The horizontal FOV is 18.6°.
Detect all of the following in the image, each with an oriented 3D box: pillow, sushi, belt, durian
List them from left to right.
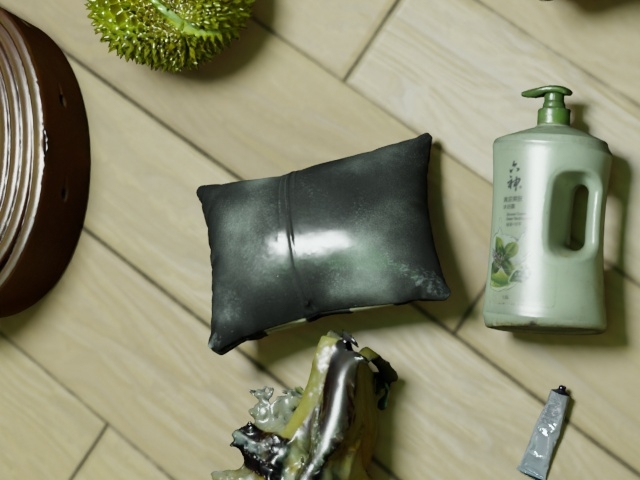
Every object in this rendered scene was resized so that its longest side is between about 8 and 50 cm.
[{"bbox_3d":[-0.361,-0.081,2.033,0.217,0.122,0.339,-4,81,17],"label":"belt"},{"bbox_3d":[-0.156,-0.247,1.976,0.198,0.146,0.159,7,88,33],"label":"durian"},{"bbox_3d":[-0.024,0.230,1.878,0.131,0.139,0.291,20,79,26],"label":"sushi"},{"bbox_3d":[0.000,0.000,1.902,0.249,0.106,0.186,-15,62,14],"label":"pillow"}]

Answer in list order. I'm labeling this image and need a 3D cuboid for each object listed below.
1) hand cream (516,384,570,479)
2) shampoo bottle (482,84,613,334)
[{"bbox_3d":[0.215,0.181,1.854,0.030,0.019,0.093,22,97,19],"label":"hand cream"},{"bbox_3d":[0.215,-0.031,1.842,0.118,0.087,0.234,1,83,22],"label":"shampoo bottle"}]
